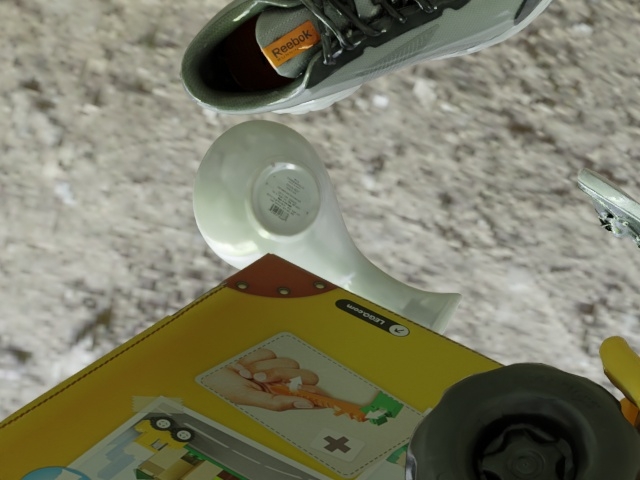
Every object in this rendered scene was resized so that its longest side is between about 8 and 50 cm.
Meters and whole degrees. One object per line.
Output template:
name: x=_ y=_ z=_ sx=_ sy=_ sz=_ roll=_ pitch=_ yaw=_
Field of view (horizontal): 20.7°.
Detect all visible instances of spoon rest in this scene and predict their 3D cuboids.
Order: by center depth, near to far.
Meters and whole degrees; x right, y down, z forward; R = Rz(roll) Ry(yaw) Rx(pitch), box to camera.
spoon rest: x=0.000 y=0.000 z=1.607 sx=0.137 sy=0.276 sz=0.084 roll=-58 pitch=20 yaw=-14

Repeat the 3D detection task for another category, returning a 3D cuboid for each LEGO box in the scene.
LEGO box: x=0.053 y=0.241 z=0.925 sx=0.500 sy=0.372 sz=0.193 roll=25 pitch=124 yaw=26

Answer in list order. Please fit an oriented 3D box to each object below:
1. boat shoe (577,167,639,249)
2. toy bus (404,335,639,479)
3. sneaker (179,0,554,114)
boat shoe: x=0.285 y=-0.020 z=1.635 sx=0.040 sy=0.142 sz=0.049 roll=-53 pitch=34 yaw=8
toy bus: x=0.074 y=0.173 z=0.547 sx=0.220 sy=0.149 sz=0.211 roll=-31 pitch=54 yaw=-17
sneaker: x=0.032 y=-0.135 z=1.017 sx=0.271 sy=0.108 sz=0.100 roll=-25 pitch=93 yaw=34
